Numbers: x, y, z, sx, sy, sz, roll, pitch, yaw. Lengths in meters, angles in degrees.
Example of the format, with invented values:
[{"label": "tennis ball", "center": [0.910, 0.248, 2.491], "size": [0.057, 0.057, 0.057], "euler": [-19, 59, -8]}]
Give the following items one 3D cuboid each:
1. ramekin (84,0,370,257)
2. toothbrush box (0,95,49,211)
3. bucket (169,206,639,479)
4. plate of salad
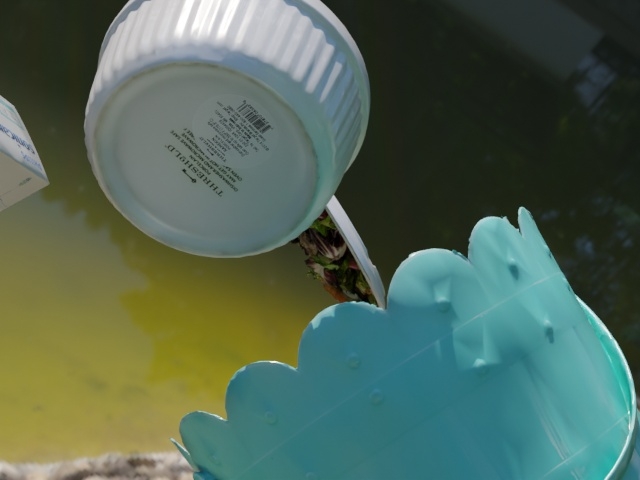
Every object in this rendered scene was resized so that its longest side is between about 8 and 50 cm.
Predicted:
[{"label": "ramekin", "center": [-0.073, -0.084, 0.914], "size": [0.207, 0.207, 0.109], "euler": [32, 35, -12]}, {"label": "toothbrush box", "center": [-0.499, -0.071, 1.457], "size": [0.126, 0.295, 0.216], "euler": [63, 4, 16]}, {"label": "bucket", "center": [0.068, 0.127, 0.794], "size": [0.183, 0.281, 0.281], "euler": [56, 32, 10]}, {"label": "plate of salad", "center": [0.000, 0.000, 1.114], "size": [0.200, 0.048, 0.200], "euler": [59, -5, 8]}]
